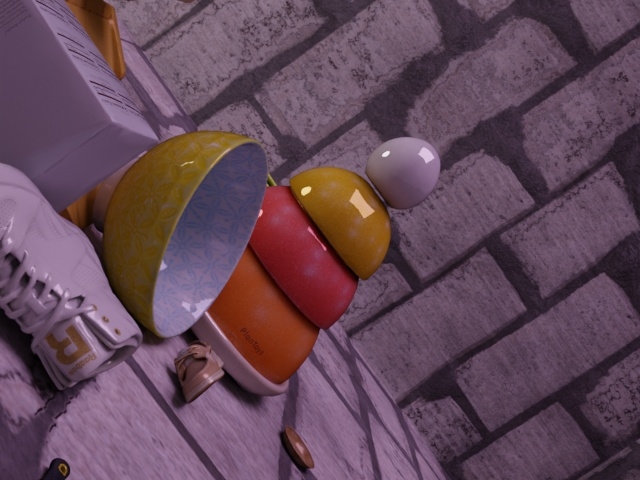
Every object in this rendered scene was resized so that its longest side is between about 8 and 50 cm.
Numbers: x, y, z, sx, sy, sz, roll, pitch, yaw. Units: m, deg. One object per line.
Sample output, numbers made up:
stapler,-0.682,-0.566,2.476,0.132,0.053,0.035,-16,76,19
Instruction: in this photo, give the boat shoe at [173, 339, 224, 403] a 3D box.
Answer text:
boat shoe,-0.166,0.167,1.055,0.059,0.063,0.170,52,-5,-4

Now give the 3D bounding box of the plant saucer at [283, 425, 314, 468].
plant saucer,-0.040,0.348,1.339,0.083,0.015,0.083,54,3,-5

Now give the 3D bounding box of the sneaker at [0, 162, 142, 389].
sneaker,-0.249,0.042,0.712,0.169,0.108,0.292,53,2,19

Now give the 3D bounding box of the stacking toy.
stacking toy,0.000,0.000,1.337,0.350,0.480,0.350,55,4,-5

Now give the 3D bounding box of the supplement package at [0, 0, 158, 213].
supplement package,-0.312,-0.136,0.806,0.203,0.194,0.149,56,5,3

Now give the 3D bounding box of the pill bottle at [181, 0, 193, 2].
pill bottle,-0.296,-0.414,1.051,0.301,0.169,0.169,9,32,-31

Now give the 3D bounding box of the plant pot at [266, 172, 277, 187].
plant pot,-0.173,-0.045,1.653,0.227,0.207,0.228,55,4,13

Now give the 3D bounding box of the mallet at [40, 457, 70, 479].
mallet,-0.196,0.202,0.557,0.062,0.039,0.190,54,0,-1

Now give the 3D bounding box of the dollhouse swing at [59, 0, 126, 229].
dollhouse swing,-0.421,-0.202,1.064,0.315,0.305,0.347,13,9,-4

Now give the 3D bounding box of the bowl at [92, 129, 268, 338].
bowl,-0.205,-0.032,1.071,0.156,0.289,0.289,26,-3,12
